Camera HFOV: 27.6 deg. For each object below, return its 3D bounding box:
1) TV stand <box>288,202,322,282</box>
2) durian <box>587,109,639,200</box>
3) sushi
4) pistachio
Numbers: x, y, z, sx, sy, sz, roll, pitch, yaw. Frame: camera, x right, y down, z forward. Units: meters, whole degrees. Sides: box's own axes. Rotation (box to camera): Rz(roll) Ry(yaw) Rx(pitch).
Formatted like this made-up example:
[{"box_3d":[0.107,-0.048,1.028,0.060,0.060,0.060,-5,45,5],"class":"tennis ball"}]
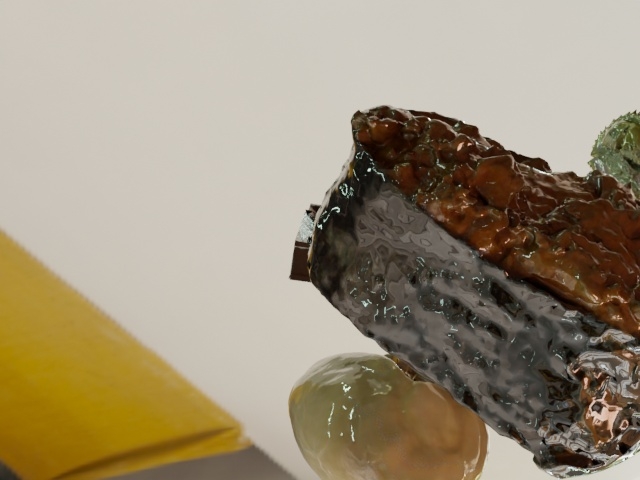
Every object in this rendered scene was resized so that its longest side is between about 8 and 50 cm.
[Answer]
[{"box_3d":[0.000,0.000,1.401,0.256,0.048,0.040,-74,-8,-80],"class":"TV stand"},{"box_3d":[0.505,-0.113,2.048,0.102,0.146,0.208,12,-134,-20],"class":"durian"},{"box_3d":[0.164,0.019,1.063,0.348,0.208,0.234,32,-146,5],"class":"sushi"},{"box_3d":[0.068,0.211,1.392,0.187,0.299,0.188,0,-90,-18],"class":"pistachio"}]
